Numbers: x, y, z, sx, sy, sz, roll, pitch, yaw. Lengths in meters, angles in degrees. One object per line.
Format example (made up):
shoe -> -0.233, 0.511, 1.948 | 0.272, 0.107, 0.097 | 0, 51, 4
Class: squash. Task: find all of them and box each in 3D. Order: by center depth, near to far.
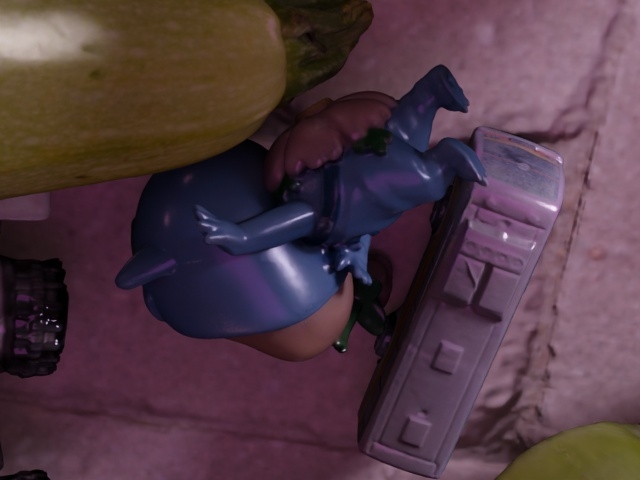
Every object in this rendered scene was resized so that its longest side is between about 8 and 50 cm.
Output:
squash -> -0.099, -0.071, 0.708 | 0.287, 0.137, 0.137 | 0, 116, -21

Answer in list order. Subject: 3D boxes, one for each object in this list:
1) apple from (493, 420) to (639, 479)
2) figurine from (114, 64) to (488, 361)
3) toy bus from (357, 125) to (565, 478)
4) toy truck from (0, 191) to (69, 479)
apple -> 0.190, 0.244, 0.811 | 0.311, 0.320, 0.360 | -1, 109, 12
figurine -> 0.002, 0.000, 0.789 | 0.178, 0.114, 0.144 | -29, 121, 20
toy bus -> 0.068, 0.033, 0.831 | 0.057, 0.072, 0.172 | 20, 113, -4
toy truck -> -0.197, 0.066, 0.825 | 0.136, 0.111, 0.286 | 1, 111, -19
